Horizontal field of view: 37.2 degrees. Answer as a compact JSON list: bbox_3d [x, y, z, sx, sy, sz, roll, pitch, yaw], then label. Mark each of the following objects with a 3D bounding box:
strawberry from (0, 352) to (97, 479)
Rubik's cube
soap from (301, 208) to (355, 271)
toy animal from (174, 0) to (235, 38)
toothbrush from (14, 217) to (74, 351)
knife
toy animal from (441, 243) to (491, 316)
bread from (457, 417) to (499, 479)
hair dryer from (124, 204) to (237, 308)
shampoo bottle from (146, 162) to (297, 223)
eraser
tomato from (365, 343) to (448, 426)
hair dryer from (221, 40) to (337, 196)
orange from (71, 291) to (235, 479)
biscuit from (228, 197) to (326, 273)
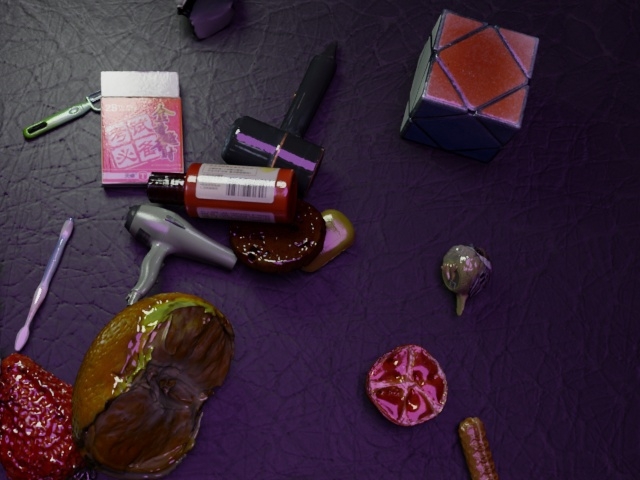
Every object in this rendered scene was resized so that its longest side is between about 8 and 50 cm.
[{"bbox_3d":[-0.495,0.325,1.675,0.188,0.106,0.286,-33,81,-16],"label":"strawberry"},{"bbox_3d":[0.293,-0.301,1.894,0.205,0.205,0.207,15,72,-4],"label":"Rubik's cube"},{"bbox_3d":[0.000,0.000,1.857,0.140,0.045,0.089,-35,82,-13],"label":"soap"},{"bbox_3d":[-0.241,-0.528,1.920,0.138,0.166,0.179,2,61,-36],"label":"toy animal"},{"bbox_3d":[-0.515,0.080,1.778,0.021,0.027,0.269,24,73,-18],"label":"toothbrush"},{"bbox_3d":[-0.483,-0.245,1.876,0.212,0.015,0.054,-27,86,-15],"label":"knife"},{"bbox_3d":[0.291,0.074,1.857,0.098,0.098,0.137,-9,94,-10],"label":"toy animal"},{"bbox_3d":[0.299,0.410,1.788,0.052,0.044,0.157,-12,78,-17],"label":"bread"},{"bbox_3d":[-0.257,0.040,1.778,0.218,0.088,0.225,7,53,-21],"label":"hair dryer"},{"bbox_3d":[-0.188,-0.092,1.790,0.278,0.104,0.104,4,74,6],"label":"shampoo bottle"},{"bbox_3d":[-0.351,-0.219,1.867,0.157,0.038,0.230,-2,79,-10],"label":"eraser"},{"bbox_3d":[0.161,0.278,1.792,0.155,0.069,0.156,2,72,-5],"label":"tomato"},{"bbox_3d":[-0.051,-0.272,1.909,0.189,0.107,0.352,22,66,1],"label":"hair dryer"},{"bbox_3d":[-0.298,0.250,1.656,0.262,0.196,0.335,32,73,-40],"label":"orange"},{"bbox_3d":[-0.082,-0.014,1.817,0.192,0.049,0.192,-2,52,2],"label":"biscuit"}]
